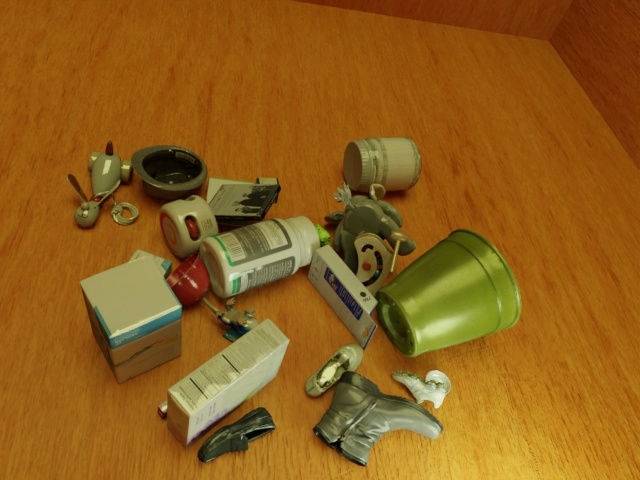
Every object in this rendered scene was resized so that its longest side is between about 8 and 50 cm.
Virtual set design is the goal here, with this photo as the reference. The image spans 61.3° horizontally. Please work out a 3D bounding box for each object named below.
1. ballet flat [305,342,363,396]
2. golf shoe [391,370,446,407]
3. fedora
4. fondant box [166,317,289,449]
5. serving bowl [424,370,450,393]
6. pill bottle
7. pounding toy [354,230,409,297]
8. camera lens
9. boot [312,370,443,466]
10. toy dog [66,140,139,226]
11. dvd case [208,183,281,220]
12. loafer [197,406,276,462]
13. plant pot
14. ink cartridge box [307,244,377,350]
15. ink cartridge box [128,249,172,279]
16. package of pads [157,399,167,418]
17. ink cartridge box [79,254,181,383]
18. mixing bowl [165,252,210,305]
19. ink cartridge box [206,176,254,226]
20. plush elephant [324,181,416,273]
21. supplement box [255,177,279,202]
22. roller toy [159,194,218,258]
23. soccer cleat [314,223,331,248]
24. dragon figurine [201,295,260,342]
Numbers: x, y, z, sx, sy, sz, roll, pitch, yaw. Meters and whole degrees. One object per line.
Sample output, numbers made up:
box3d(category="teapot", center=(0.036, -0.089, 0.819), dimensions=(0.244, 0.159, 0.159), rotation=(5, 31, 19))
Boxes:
box3d(category="ballet flat", center=(0.054, 0.383, 1.644), dimensions=(0.086, 0.086, 0.248), rotation=(39, 51, 18))
box3d(category="golf shoe", center=(0.293, 0.457, 1.659), dimensions=(0.176, 0.086, 0.069), rotation=(15, 2, 27))
box3d(category="fedora", center=(-0.554, -0.233, 1.973), dimensions=(0.275, 0.124, 0.244), rotation=(-25, 63, -42))
box3d(category="fondant box", center=(-0.250, 0.383, 1.452), dimensions=(0.330, 0.238, 0.096), rotation=(-32, 66, -35))
box3d(category="serving bowl", center=(0.366, 0.455, 1.705), dimensions=(0.083, 0.027, 0.083), rotation=(8, 48, -9))
box3d(category="pill bottle", center=(-0.194, 0.042, 1.782), dimensions=(0.361, 0.204, 0.204), rotation=(-17, 57, -31))
box3d(category="pounding toy", center=(0.165, 0.068, 1.791), dimensions=(0.154, 0.269, 0.155), rotation=(28, 12, 2))
box3d(category="camera lens", center=(0.255, -0.309, 2.203), dimensions=(0.274, 0.219, 0.219), rotation=(-5, 52, -20))
box3d(category="boot", center=(0.162, 0.543, 1.535), dimensions=(0.338, 0.118, 0.222), rotation=(24, 57, 9))
box3d(category="toy dog", center=(-0.757, -0.214, 1.876), dimensions=(0.220, 0.161, 0.333), rotation=(-5, 52, -19))
box3d(category="dvd case", center=(-0.277, -0.136, 1.892), dimensions=(0.239, 0.029, 0.179), rotation=(2, 43, 24))
box3d(category="loafer", center=(-0.220, 0.528, 1.444), dimensions=(0.223, 0.076, 0.078), rotation=(-22, 51, -35))
box3d(category="plant pot", center=(0.382, 0.197, 1.751), dimensions=(0.353, 0.366, 0.366), rotation=(-25, 60, -17))
box3d(category="ink cartridge box", center=(0.084, 0.184, 1.767), dimensions=(0.065, 0.165, 0.332), rotation=(-23, 60, -29))
box3d(category="ink cartridge box", center=(-0.554, 0.093, 1.742), dimensions=(0.122, 0.052, 0.088), rotation=(21, 47, 1))
box3d(category="package of pads", center=(-0.402, 0.448, 1.479), dimensions=(0.083, 0.050, 0.032), rotation=(-28, 62, -34))
box3d(category="ink cartridge box", center=(-0.515, 0.221, 1.496), dimensions=(0.197, 0.270, 0.198), rotation=(-24, 60, -30))
box3d(category="mixing bowl", center=(-0.411, 0.135, 1.688), dimensions=(0.098, 0.181, 0.181), rotation=(45, 45, -19))
box3d(category="ink cartridge box", center=(-0.337, -0.130, 1.993), dimensions=(0.171, 0.056, 0.235), rotation=(6, 51, -10))
box3d(category="plush elephant", center=(0.161, -0.070, 1.979), dimensions=(0.330, 0.272, 0.255), rotation=(61, 14, -4))
box3d(category="supplement box", center=(-0.205, -0.191, 2.063), dimensions=(0.083, 0.083, 0.056), rotation=(0, 50, -17))
box3d(category="roller toy", center=(-0.432, -0.046, 1.802), dimensions=(0.146, 0.191, 0.209), rotation=(-24, 60, -32))
box3d(category="soccer cleat", center=(0.000, 0.000, 1.892), dimensions=(0.060, 0.179, 0.072), rotation=(-31, 71, -15))
box3d(category="dragon figurine", center=(-0.255, 0.258, 1.661), dimensions=(0.289, 0.144, 0.085), rotation=(14, 47, 23))
